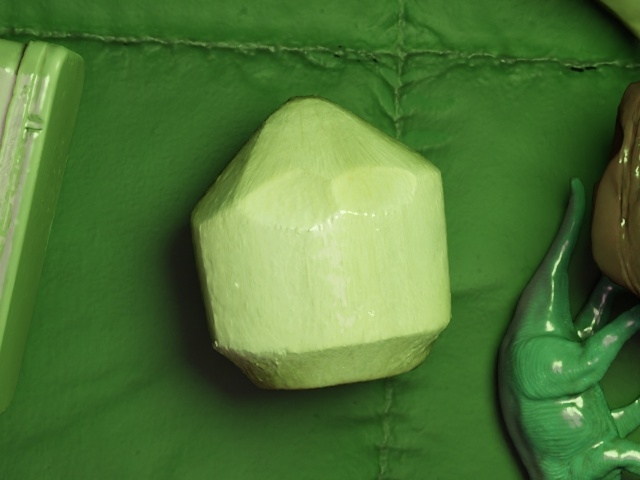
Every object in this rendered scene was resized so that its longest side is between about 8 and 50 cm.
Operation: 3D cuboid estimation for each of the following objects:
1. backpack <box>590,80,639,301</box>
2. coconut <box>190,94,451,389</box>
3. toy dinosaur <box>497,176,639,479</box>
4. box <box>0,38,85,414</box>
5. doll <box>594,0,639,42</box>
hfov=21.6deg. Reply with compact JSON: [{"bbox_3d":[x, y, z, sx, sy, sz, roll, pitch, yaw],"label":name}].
[{"bbox_3d":[0.375,-0.019,1.516,0.317,0.197,0.283,26,67,-41],"label":"backpack"},{"bbox_3d":[0.000,0.000,1.532,0.237,0.237,0.266,-3,96,-4],"label":"coconut"},{"bbox_3d":[0.188,0.180,1.635,0.331,0.129,0.383,-27,94,7],"label":"toy dinosaur"},{"bbox_3d":[-0.424,-0.040,1.536,0.344,0.177,0.352,13,93,-3],"label":"box"},{"bbox_3d":[0.356,-0.369,1.556,0.370,0.226,0.215,-48,126,9],"label":"doll"}]
